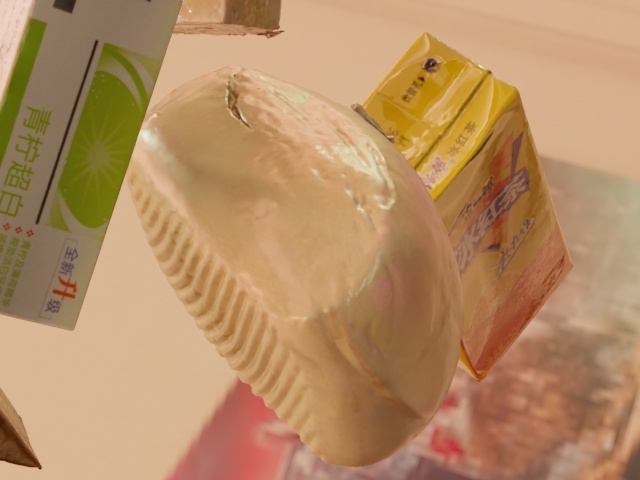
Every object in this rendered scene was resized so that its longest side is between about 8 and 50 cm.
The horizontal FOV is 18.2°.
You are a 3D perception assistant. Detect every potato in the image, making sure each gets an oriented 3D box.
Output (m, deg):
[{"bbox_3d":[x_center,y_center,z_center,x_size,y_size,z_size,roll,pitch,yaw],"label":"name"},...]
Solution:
[{"bbox_3d":[-0.087,-0.173,1.377,0.086,0.122,0.061,5,-92,-53],"label":"potato"}]

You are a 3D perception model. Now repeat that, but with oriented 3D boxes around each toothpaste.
[{"bbox_3d":[-0.121,-0.126,1.032,0.081,0.067,0.337,16,-85,-28],"label":"toothpaste"}]

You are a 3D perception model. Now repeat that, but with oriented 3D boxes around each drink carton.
[{"bbox_3d":[0.114,-0.018,1.717,0.154,0.111,0.351,-51,-25,-10],"label":"drink carton"}]

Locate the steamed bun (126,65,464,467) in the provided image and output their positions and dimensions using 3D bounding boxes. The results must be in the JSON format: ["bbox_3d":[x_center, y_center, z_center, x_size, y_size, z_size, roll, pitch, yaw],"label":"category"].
[{"bbox_3d":[0.000,0.000,1.131,0.152,0.238,0.170,-35,-43,-15],"label":"steamed bun"}]

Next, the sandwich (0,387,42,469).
[{"bbox_3d":[-0.262,0.130,1.632,0.116,0.074,0.074,21,-65,-41],"label":"sandwich"}]
